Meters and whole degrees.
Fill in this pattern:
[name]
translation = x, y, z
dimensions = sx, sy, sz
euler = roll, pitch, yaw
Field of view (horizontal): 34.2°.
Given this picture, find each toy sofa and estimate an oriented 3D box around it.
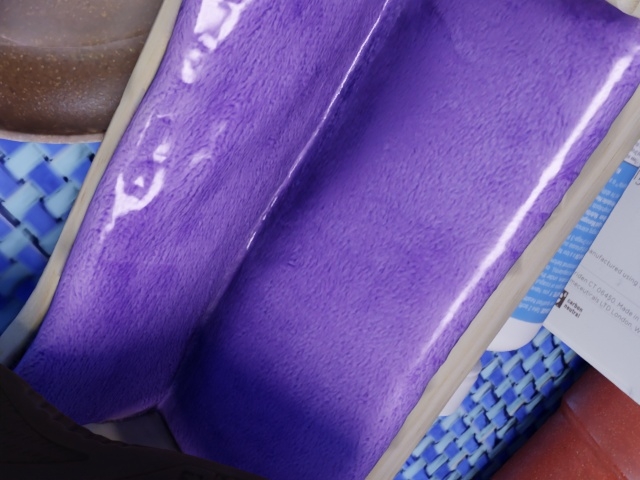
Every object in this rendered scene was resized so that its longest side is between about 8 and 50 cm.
[toy sofa]
translation = 0.000, 0.000, 0.462
dimensions = 0.177, 0.150, 0.362
euler = 0, 129, -49

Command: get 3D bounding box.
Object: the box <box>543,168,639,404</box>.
[box]
translation = 0.215, -0.009, 0.644
dimensions = 0.119, 0.181, 0.182
euler = 16, 108, -41

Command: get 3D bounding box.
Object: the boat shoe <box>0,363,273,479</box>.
[boat shoe]
translation = -0.133, 0.123, 0.427
dimensions = 0.109, 0.302, 0.098
euler = -57, 163, -64

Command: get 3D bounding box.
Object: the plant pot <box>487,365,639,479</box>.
[plant pot]
translation = 0.214, 0.255, 0.788
dimensions = 0.265, 0.272, 0.272
euler = -42, 135, 7

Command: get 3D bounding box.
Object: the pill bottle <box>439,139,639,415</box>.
[pill bottle]
translation = 0.092, -0.015, 0.591
dimensions = 0.124, 0.124, 0.221
euler = 16, 108, -42

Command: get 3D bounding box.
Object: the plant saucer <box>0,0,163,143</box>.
[plant saucer]
translation = -0.085, -0.187, 0.397
dimensions = 0.311, 0.050, 0.310
euler = -18, 128, -25
